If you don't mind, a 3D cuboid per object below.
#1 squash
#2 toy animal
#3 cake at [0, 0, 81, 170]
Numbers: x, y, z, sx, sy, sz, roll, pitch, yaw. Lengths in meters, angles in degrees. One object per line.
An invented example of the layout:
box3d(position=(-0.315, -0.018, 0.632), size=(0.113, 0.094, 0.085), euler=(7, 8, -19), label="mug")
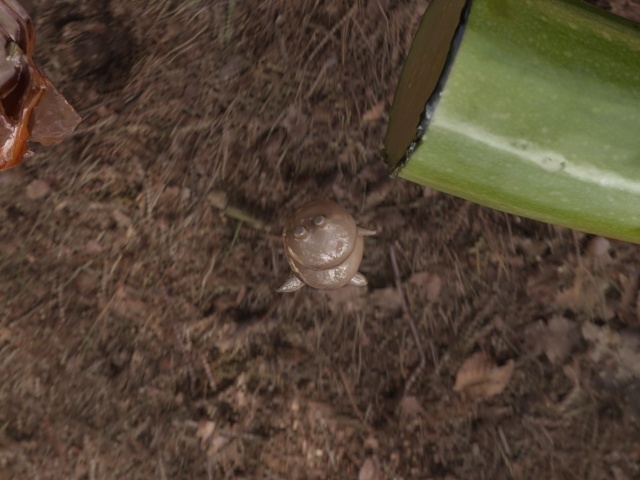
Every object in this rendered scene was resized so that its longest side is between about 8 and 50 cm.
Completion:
box3d(position=(0.125, -0.040, 0.499), size=(0.188, 0.095, 0.095), euler=(18, 106, -9), label="squash")
box3d(position=(-0.001, 0.006, 1.211), size=(0.083, 0.150, 0.089), euler=(17, 72, 15), label="toy animal")
box3d(position=(-0.256, -0.150, 0.678), size=(0.135, 0.098, 0.287), euler=(-15, 114, 38), label="cake")
